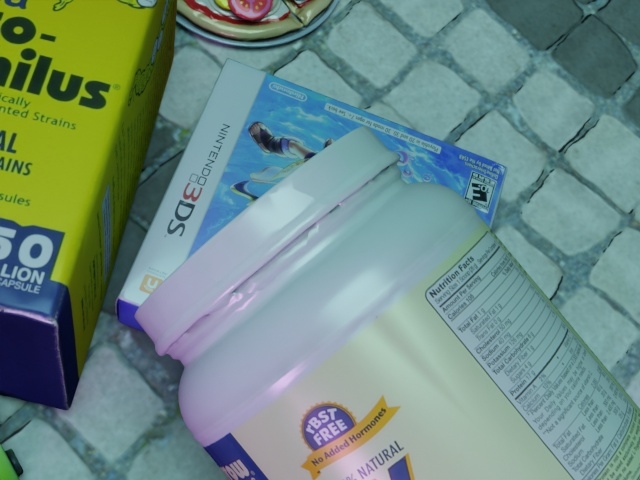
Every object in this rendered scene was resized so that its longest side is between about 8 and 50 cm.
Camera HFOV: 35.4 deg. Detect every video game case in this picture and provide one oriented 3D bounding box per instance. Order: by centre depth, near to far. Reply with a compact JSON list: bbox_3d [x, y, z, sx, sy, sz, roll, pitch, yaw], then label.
[{"bbox_3d":[0.000,0.000,0.847,0.270,0.061,0.244,21,65,-1],"label":"video game case"}]

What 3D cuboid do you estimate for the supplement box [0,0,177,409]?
[{"bbox_3d":[-0.238,-0.084,0.757,0.194,0.195,0.356,13,62,-5],"label":"supplement box"}]

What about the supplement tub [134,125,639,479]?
[{"bbox_3d":[0.058,0.112,0.657,0.235,0.235,0.325,-39,88,-23],"label":"supplement tub"}]

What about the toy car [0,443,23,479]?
[{"bbox_3d":[-0.228,0.205,0.717,0.239,0.053,0.225,-28,75,-21],"label":"toy car"}]

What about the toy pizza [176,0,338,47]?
[{"bbox_3d":[-0.073,-0.277,0.971,0.201,0.032,0.201,4,66,-9],"label":"toy pizza"}]
